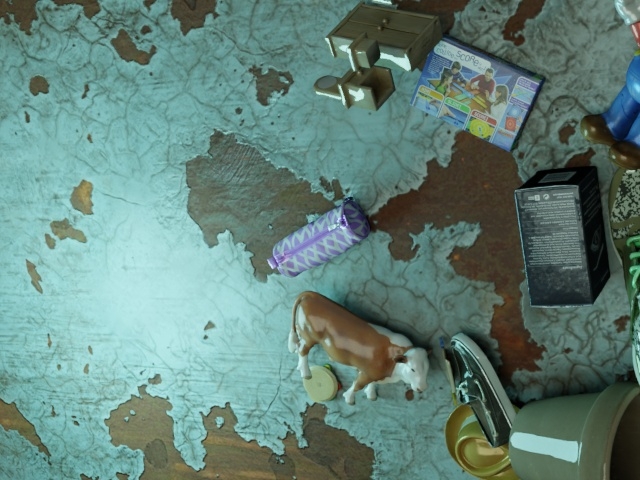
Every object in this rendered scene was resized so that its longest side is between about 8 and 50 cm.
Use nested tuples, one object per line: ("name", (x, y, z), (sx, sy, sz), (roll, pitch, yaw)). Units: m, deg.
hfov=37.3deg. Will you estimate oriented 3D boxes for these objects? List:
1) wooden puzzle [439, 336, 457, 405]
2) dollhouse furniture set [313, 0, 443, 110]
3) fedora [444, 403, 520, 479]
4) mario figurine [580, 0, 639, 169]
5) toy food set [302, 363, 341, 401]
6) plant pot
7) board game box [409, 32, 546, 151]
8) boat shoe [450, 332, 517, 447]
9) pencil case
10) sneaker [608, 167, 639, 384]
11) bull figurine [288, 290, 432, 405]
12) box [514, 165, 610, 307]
("wooden puzzle", (0.246, 0.248, 1.805), (0.014, 0.078, 0.116), (-13, 108, 4))
("dollhouse furniture set", (0.059, -0.444, 1.521), (0.173, 0.303, 0.356), (19, 147, 35))
("fedora", (0.320, 0.393, 1.803), (0.194, 0.079, 0.194), (8, 109, 24))
("mario figurine", (0.502, -0.277, 1.450), (0.198, 0.170, 0.321), (32, 119, 17))
("toy food set", (0.002, 0.297, 1.971), (0.082, 0.020, 0.083), (-17, 97, 30))
("plant pot", (0.463, 0.363, 1.648), (0.229, 0.263, 0.263), (1, 107, 47))
("board game box", (0.270, -0.259, 1.649), (0.201, 0.035, 0.136), (29, 117, 17))
("boat shoe", (0.290, 0.275, 1.751), (0.219, 0.070, 0.078), (61, 163, 19))
("pencil case", (0.000, 0.000, 1.840), (0.206, 0.088, 0.086), (-32, 87, 32))
("sneaker", (0.539, 0.059, 1.486), (0.158, 0.182, 0.411), (-13, 77, 22))
("bull figurine", (0.071, 0.221, 1.865), (0.310, 0.101, 0.188), (33, 120, 14))
("box", (0.408, -0.007, 1.589), (0.108, 0.153, 0.207), (-3, 103, 28))
